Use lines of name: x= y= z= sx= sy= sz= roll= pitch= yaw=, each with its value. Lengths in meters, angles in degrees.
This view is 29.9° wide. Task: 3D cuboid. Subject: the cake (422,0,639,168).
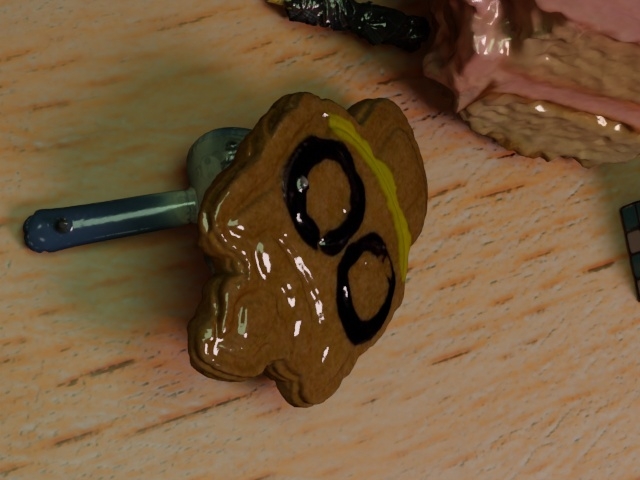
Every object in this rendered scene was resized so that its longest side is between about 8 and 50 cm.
cake: x=0.238 y=-0.251 z=0.942 sx=0.293 sy=0.307 sz=0.314 roll=13 pitch=71 yaw=-26

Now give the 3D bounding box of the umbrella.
umbrella: x=0.023 y=-0.188 z=0.998 sx=0.144 sy=0.040 sz=0.037 roll=12 pitch=107 yaw=-21

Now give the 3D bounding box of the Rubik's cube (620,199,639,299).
Rubik's cube: x=0.335 y=0.000 z=1.056 sx=0.092 sy=0.092 sz=0.092 roll=-6 pitch=80 yaw=-23

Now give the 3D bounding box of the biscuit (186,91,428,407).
biscuit: x=0.000 y=0.000 z=0.884 sx=0.290 sy=0.041 sz=0.208 roll=-49 pitch=127 yaw=-39

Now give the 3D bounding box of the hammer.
hammer: x=-0.121 y=-0.018 z=0.889 sx=0.194 sy=0.069 sz=0.116 roll=-10 pitch=83 yaw=-16
